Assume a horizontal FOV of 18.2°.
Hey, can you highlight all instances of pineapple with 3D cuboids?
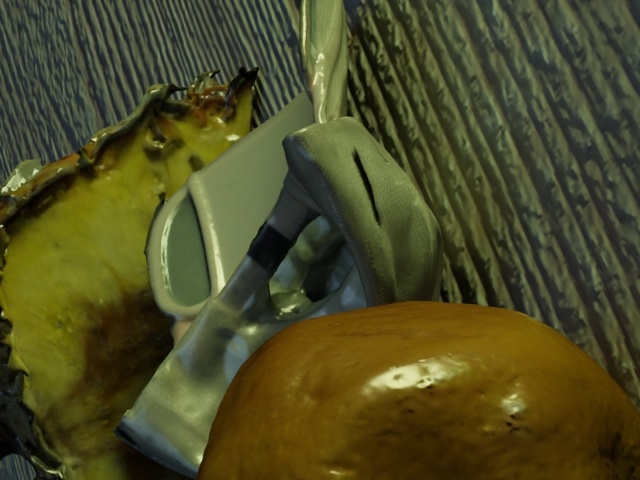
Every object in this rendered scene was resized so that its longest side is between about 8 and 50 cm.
[{"bbox_3d":[-0.147,0.059,1.153,0.161,0.158,0.334,-2,84,60],"label":"pineapple"}]

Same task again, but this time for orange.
[{"bbox_3d":[0.053,0.142,0.781,0.183,0.249,0.249,7,90,15],"label":"orange"}]

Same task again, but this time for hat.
[{"bbox_3d":[0.000,0.000,1.006,0.219,0.164,0.226,-54,2,40],"label":"hat"}]
